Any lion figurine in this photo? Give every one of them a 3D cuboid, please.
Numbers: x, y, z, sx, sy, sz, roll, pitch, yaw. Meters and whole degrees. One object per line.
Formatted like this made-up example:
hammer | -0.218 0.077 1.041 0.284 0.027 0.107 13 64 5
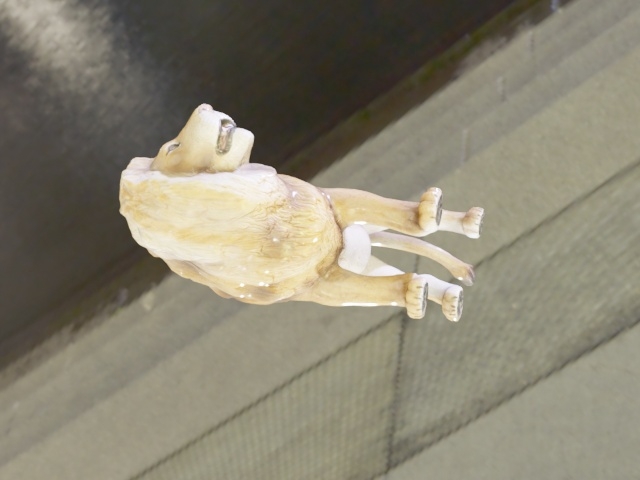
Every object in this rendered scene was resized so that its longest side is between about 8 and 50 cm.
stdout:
lion figurine | 0.000 0.000 1.019 0.240 0.392 0.142 6 81 18
